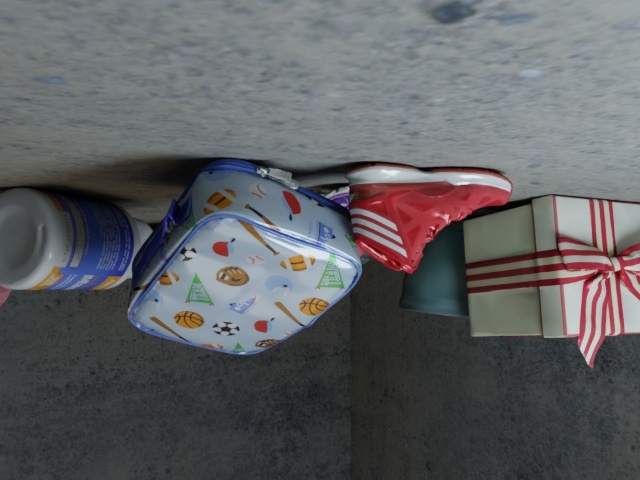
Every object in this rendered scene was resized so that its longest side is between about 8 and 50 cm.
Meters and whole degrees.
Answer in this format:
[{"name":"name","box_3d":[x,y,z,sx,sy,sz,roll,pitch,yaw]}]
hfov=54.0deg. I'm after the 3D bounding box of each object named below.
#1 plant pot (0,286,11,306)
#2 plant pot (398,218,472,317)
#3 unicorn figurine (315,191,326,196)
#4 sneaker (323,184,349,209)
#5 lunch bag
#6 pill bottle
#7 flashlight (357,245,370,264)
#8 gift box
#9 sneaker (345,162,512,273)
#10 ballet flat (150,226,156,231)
[{"name":"plant pot","box_3d":[-0.771,0.039,1.362,0.180,0.201,0.201,24,162,-38]},{"name":"plant pot","box_3d":[0.319,0.054,1.335,0.292,0.196,0.293,4,178,0]},{"name":"unicorn figurine","box_3d":[0.007,-0.049,0.987,0.111,0.060,0.162,1,-168,-21]},{"name":"sneaker","box_3d":[0.076,-0.043,0.892,0.169,0.071,0.068,0,176,16]},{"name":"lunch bag","box_3d":[-0.105,0.030,0.799,0.243,0.115,0.303,22,135,-26]},{"name":"pill bottle","box_3d":[-0.394,0.006,1.026,0.152,0.152,0.272,-2,175,22]},{"name":"flashlight","box_3d":[0.000,0.000,1.298,0.103,0.103,0.304,1,178,35]},{"name":"gift box","box_3d":[0.429,0.073,1.092,0.255,0.277,0.258,-3,172,-28]},{"name":"sneaker","box_3d":[0.134,-0.023,0.775,0.221,0.128,0.087,2,176,-14]},{"name":"ballet flat","box_3d":[-0.428,0.001,1.535,0.080,0.073,0.232,13,163,-32]}]
